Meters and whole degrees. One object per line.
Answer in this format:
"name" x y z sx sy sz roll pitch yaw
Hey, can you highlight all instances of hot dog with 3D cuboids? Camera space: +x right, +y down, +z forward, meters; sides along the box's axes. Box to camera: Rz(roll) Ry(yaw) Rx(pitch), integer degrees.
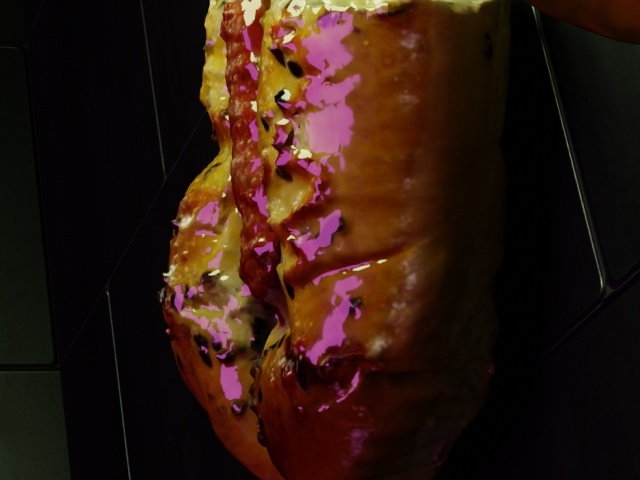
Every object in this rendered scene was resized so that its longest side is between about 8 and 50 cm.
"hot dog" 0.000 0.000 1.262 0.367 0.196 0.365 -167 76 -70

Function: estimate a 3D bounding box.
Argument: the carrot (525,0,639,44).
"carrot" 0.155 -0.219 0.829 0.340 0.241 0.241 -128 44 -59
